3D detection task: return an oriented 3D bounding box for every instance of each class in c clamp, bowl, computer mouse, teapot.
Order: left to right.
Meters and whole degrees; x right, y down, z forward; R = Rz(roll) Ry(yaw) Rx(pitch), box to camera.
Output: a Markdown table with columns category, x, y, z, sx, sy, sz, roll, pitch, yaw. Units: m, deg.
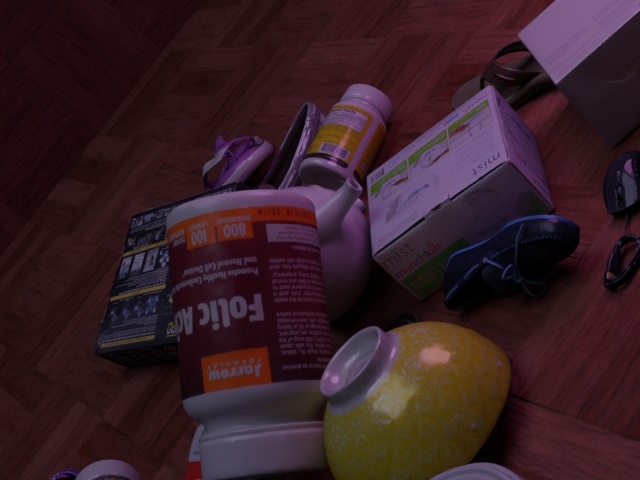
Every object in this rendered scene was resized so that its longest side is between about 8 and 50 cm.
| category | x | y | z | sx | sy | sz | roll | pitch | yaw |
| --- | --- | --- | --- | --- | --- | --- | --- | --- | --- |
| teapot | 0.000 | 0.000 | 2.037 | 0.187 | 0.252 | 0.256 | -43 | 35 | -13 |
| c clamp | 0.101 | 0.180 | 1.862 | 0.160 | 0.022 | 0.137 | -50 | 21 | -1 |
| bowl | 0.092 | 0.205 | 1.633 | 0.289 | 0.156 | 0.289 | -44 | 18 | 18 |
| computer mouse | 0.402 | -0.035 | 1.667 | 0.071 | 0.041 | 0.242 | -25 | 35 | 38 |

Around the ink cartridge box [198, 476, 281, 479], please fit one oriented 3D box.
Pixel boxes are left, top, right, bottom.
| category | x | y | z | sx | sy | sz | roll | pitch | yaw |
| --- | --- | --- | --- | --- | --- | --- | --- | --- | --- |
| ink cartridge box | -0.129 | 0.371 | 1.909 | 0.171 | 0.056 | 0.235 | -23 | 37 | 41 |

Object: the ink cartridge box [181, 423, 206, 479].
| category | x | y | z | sx | sy | sz | roll | pitch | yaw |
| --- | --- | --- | --- | --- | --- | --- | --- | --- | --- |
| ink cartridge box | -0.155 | 0.320 | 1.930 | 0.225 | 0.056 | 0.181 | -41 | 13 | -35 |

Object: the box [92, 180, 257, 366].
| category | x | y | z | sx | sy | sz | roll | pitch | yaw |
| --- | --- | --- | --- | --- | --- | --- | --- | --- | --- |
| box | -0.275 | 0.073 | 2.412 | 0.395 | 0.097 | 0.318 | -14 | 56 | 50 |

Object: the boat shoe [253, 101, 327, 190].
| category | x | y | z | sx | sy | sz | roll | pitch | yaw |
| --- | --- | --- | --- | --- | --- | --- | --- | --- | --- |
| boat shoe | -0.078 | -0.123 | 2.451 | 0.320 | 0.103 | 0.118 | -54 | 26 | -10 |

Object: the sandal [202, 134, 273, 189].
| category | x | y | z | sx | sy | sz | roll | pitch | yaw |
| --- | --- | --- | --- | --- | --- | --- | --- | --- | --- |
| sandal | -0.189 | -0.163 | 2.560 | 0.169 | 0.102 | 0.416 | -49 | 7 | 1 |

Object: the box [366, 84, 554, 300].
| category | x | y | z | sx | sy | sz | roll | pitch | yaw |
| --- | --- | --- | --- | --- | --- | --- | --- | --- | --- |
| box | 0.208 | -0.077 | 1.924 | 0.262 | 0.127 | 0.231 | -37 | 29 | 22 |

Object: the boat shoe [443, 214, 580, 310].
| category | x | y | z | sx | sy | sz | roll | pitch | yaw |
| --- | --- | --- | --- | --- | --- | --- | --- | --- | --- |
| boat shoe | 0.267 | 0.043 | 1.726 | 0.258 | 0.109 | 0.089 | -38 | 30 | 57 |

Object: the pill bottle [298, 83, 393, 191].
| category | x | y | z | sx | sy | sz | roll | pitch | yaw |
| --- | --- | --- | --- | --- | --- | --- | --- | --- | --- |
| pill bottle | 0.052 | -0.184 | 2.320 | 0.119 | 0.119 | 0.208 | -12 | 43 | 50 |

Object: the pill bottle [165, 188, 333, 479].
| category | x | y | z | sx | sy | sz | roll | pitch | yaw |
| --- | --- | --- | --- | --- | --- | --- | --- | --- | --- |
| pill bottle | -0.096 | 0.141 | 1.780 | 0.224 | 0.224 | 0.392 | -20 | 73 | 44 |

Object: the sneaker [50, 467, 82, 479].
| category | x | y | z | sx | sy | sz | roll | pitch | yaw |
| --- | --- | --- | --- | --- | --- | --- | --- | --- | --- |
| sneaker | -0.450 | 0.451 | 2.234 | 0.095 | 0.104 | 0.236 | -57 | 26 | -15 |

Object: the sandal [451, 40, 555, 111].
| category | x | y | z | sx | sy | sz | roll | pitch | yaw |
| --- | --- | --- | --- | --- | --- | --- | --- | --- | --- |
| sandal | 0.339 | -0.295 | 2.067 | 0.303 | 0.086 | 0.120 | -24 | 35 | 41 |

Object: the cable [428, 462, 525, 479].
| category | x | y | z | sx | sy | sz | roll | pitch | yaw |
| --- | --- | --- | --- | --- | --- | --- | --- | --- | --- |
| cable | 0.159 | 0.377 | 1.416 | 0.257 | 0.089 | 0.257 | -11 | 44 | 51 |

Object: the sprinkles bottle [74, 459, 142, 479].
| category | x | y | z | sx | sy | sz | roll | pitch | yaw |
| --- | --- | --- | --- | --- | --- | --- | --- | --- | --- |
| sprinkles bottle | -0.329 | 0.496 | 1.966 | 0.121 | 0.121 | 0.355 | -43 | 27 | 10 |

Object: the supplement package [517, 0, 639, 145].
| category | x | y | z | sx | sy | sz | roll | pitch | yaw |
| --- | --- | --- | --- | --- | --- | --- | --- | --- | --- |
| supplement package | 0.433 | -0.286 | 1.840 | 0.194 | 0.149 | 0.203 | -41 | 27 | 14 |
